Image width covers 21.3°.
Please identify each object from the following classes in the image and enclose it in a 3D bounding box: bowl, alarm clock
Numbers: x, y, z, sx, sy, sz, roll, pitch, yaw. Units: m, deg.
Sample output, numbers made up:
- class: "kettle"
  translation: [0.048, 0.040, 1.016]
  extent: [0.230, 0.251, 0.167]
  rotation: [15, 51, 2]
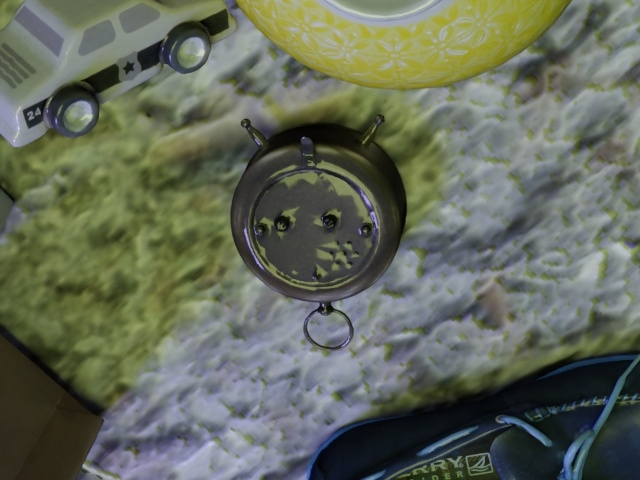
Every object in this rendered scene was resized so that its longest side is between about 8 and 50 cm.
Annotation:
- class: "bowl"
  translation: [0.047, -0.220, 1.134]
  extent: [0.289, 0.156, 0.289]
  rotation: [3, 113, 7]
- class: "alarm clock"
  translation: [0.000, 0.000, 1.285]
  extent: [0.129, 0.064, 0.192]
  rotation: [-2, 115, 9]

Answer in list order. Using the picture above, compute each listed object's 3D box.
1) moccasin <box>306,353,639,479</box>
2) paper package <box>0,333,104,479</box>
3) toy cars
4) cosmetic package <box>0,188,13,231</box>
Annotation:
- class: "moccasin"
  translation: [0.155, 0.186, 1.306]
  extent: [0.342, 0.117, 0.138]
  rotation: [-18, 109, 15]
- class: "paper package"
  translation: [-0.355, 0.244, 1.301]
  extent: [0.168, 0.309, 0.325]
  rotation: [43, 111, -11]
- class: "toy cars"
  translation: [-0.259, -0.145, 1.191]
  extent: [0.393, 0.176, 0.087]
  rotation: [-3, 133, 10]
- class: "cosmetic package"
  translation: [-0.375, 0.031, 1.255]
  extent: [0.224, 0.224, 0.138]
  rotation: [-34, 111, 19]
